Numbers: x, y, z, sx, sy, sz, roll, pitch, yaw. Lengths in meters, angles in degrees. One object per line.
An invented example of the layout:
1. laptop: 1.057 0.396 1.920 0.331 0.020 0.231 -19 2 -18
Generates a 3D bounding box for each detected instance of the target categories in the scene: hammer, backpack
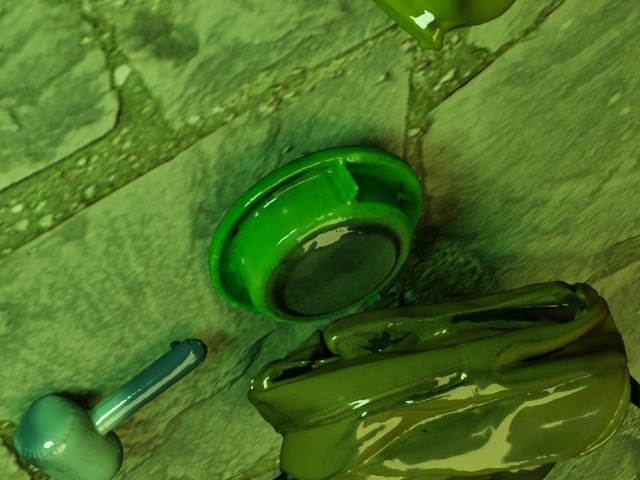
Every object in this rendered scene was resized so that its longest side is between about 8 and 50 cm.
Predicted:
1. hammer: -0.188 0.156 1.012 0.194 0.069 0.116 -37 141 -2
2. backpack: 0.116 0.167 1.072 0.378 0.201 0.353 -11 167 -8

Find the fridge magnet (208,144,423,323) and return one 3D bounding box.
1. fridge magnet: 0.000 0.000 0.948 0.208 0.088 0.208 -18 145 -14

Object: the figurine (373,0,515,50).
1. figurine: 0.155 -0.276 0.707 0.327 0.169 0.218 -31 157 2
